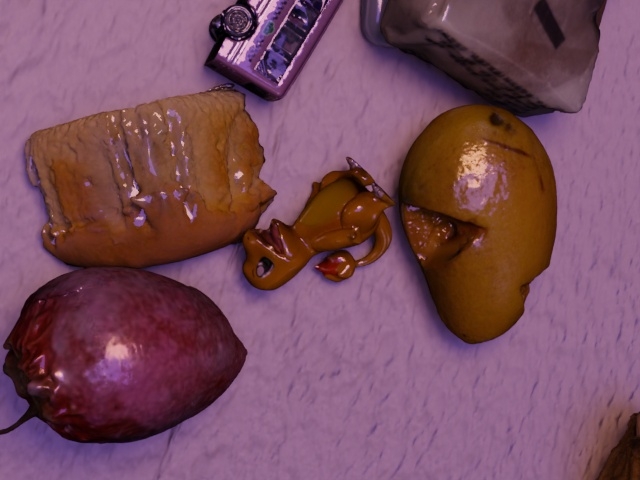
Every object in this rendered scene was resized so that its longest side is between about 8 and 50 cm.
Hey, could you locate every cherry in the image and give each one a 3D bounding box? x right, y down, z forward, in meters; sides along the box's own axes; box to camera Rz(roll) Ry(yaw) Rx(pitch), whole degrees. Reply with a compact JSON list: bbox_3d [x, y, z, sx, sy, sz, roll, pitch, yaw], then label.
[{"bbox_3d":[-0.186,0.115,1.005,0.250,0.192,0.175,1,59,-27],"label":"cherry"}]

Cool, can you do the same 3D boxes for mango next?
[{"bbox_3d":[0.173,-0.018,1.110,0.167,0.130,0.262,-15,101,-12],"label":"mango"}]

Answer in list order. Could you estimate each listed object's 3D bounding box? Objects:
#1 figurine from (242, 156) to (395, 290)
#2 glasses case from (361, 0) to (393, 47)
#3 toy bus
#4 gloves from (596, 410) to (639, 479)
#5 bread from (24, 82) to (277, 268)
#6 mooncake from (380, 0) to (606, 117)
[{"bbox_3d":[0.000,0.003,1.094,0.176,0.121,0.122,-29,129,-4],"label":"figurine"},{"bbox_3d":[0.081,-0.301,1.113,0.067,0.045,0.178,1,92,-15],"label":"glasses case"},{"bbox_3d":[-0.035,-0.249,1.063,0.108,0.096,0.199,32,87,-14],"label":"toy bus"},{"bbox_3d":[0.393,0.354,1.144,0.155,0.203,0.356,-18,104,-35],"label":"gloves"},{"bbox_3d":[-0.164,-0.061,1.023,0.252,0.133,0.174,-12,94,-12],"label":"bread"},{"bbox_3d":[0.198,-0.280,1.080,0.254,0.136,0.250,23,80,-31],"label":"mooncake"}]
